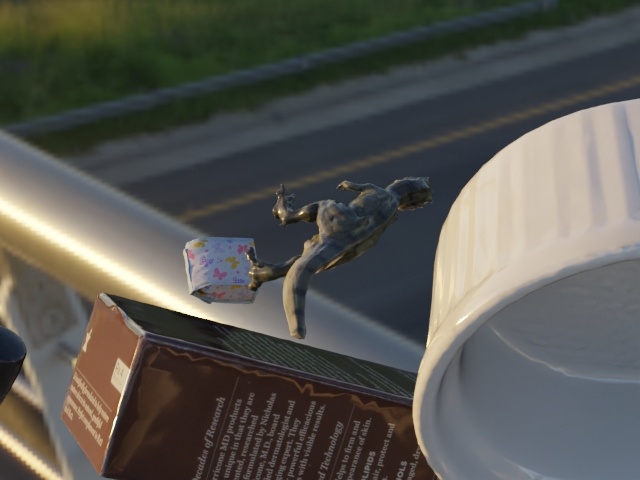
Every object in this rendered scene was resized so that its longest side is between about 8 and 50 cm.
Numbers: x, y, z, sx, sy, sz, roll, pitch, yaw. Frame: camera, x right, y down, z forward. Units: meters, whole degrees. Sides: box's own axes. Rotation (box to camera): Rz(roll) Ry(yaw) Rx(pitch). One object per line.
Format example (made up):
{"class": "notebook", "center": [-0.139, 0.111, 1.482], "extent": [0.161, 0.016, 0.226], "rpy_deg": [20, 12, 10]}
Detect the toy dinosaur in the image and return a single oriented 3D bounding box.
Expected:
{"class": "toy dinosaur", "center": [0.000, 0.000, 1.322], "extent": [0.118, 0.064, 0.268], "rpy_deg": [2, 30, 33]}

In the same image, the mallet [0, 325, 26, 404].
{"class": "mallet", "center": [-0.266, 0.102, 0.941], "extent": [0.190, 0.062, 0.039], "rpy_deg": [-18, 56, -46]}

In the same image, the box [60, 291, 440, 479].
{"class": "box", "center": [-0.030, 0.172, 1.438], "extent": [0.381, 0.143, 0.191], "rpy_deg": [18, 3, -21]}

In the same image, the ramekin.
{"class": "ramekin", "center": [0.190, 0.049, 0.878], "extent": [0.277, 0.277, 0.135], "rpy_deg": [-1, 47, 3]}

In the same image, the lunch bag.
{"class": "lunch bag", "center": [-0.118, 0.035, 1.806], "extent": [0.083, 0.053, 0.071], "rpy_deg": [2, 54, -22]}
